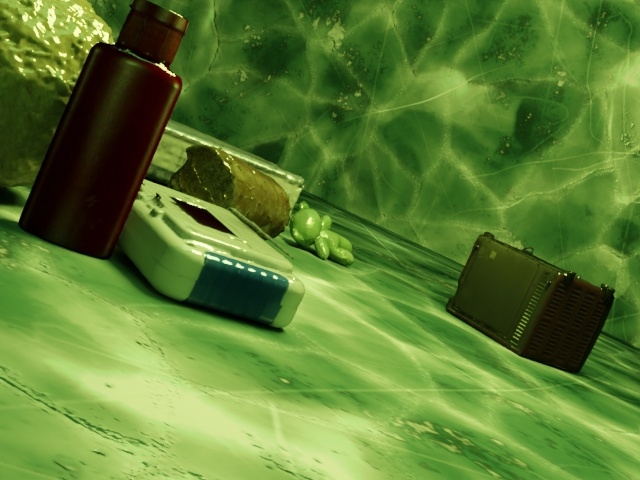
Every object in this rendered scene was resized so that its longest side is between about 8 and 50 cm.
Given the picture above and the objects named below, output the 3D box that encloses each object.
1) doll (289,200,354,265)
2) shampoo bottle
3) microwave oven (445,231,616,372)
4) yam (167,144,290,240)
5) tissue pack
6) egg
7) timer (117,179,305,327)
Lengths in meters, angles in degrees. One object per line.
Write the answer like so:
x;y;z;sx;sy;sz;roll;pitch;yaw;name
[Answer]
0.000;0.000;1.843;0.150;0.077;0.115;33;40;-20;doll
-0.212;-0.117;0.981;0.102;0.260;0.064;23;5;-18;shampoo bottle
0.396;0.115;1.796;0.188;0.178;0.247;17;8;-32;microwave oven
-0.147;-0.074;1.561;0.129;0.128;0.238;-10;-11;16;yam
-0.252;-0.158;1.924;0.394;0.124;0.288;22;6;-17;tissue pack
-0.368;-0.189;1.050;0.310;0.279;0.279;15;10;-40;egg
-0.138;0.002;1.068;0.178;0.078;0.253;21;10;-37;timer
